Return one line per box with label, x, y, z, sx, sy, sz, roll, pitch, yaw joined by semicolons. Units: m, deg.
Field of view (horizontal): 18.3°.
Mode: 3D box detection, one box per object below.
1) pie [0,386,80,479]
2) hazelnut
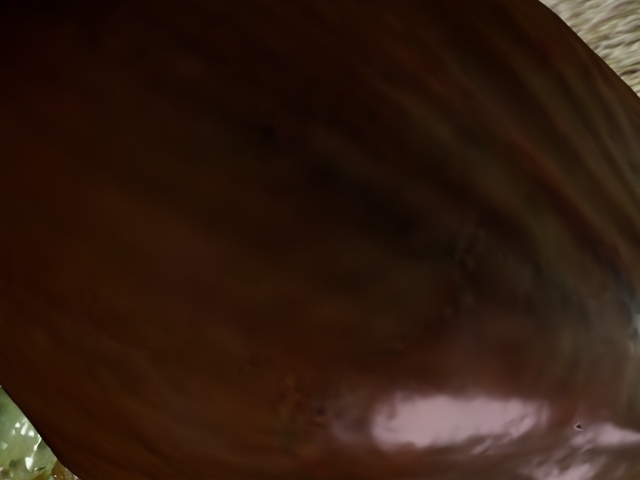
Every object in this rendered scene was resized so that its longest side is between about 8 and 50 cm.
pie;-0.235;0.129;0.877;0.257;0.105;0.274;-13;167;-6
hazelnut;-0.002;0.010;0.544;0.186;0.210;0.210;-35;165;30
